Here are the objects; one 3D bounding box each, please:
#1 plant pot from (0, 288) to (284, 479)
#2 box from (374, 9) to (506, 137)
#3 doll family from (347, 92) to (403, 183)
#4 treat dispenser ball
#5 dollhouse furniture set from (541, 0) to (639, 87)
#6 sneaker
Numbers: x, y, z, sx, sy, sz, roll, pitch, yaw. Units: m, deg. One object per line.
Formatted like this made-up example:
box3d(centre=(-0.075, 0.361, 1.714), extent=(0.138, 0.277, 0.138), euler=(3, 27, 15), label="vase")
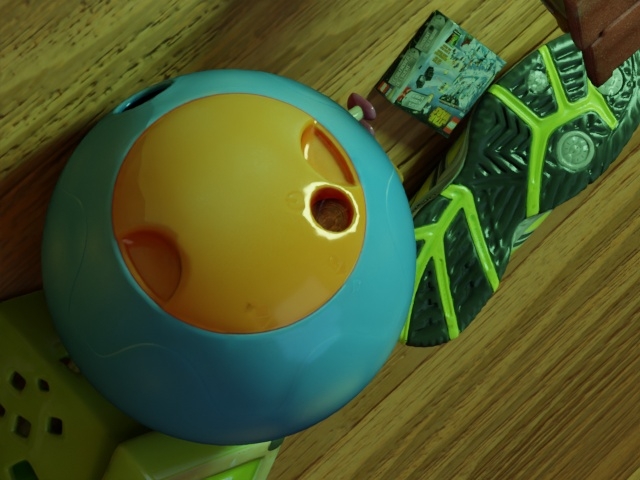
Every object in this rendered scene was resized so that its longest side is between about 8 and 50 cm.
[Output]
box3d(centre=(-0.170, 0.176, 1.699), extent=(0.227, 0.207, 0.228), euler=(-15, 138, -47), label="plant pot")
box3d(centre=(0.114, -0.154, 1.872), extent=(0.094, 0.027, 0.137), euler=(-52, 153, 7), label="box")
box3d(centre=(0.000, 0.000, 1.809), extent=(0.163, 0.118, 0.263), euler=(-35, 151, -24), label="doll family")
box3d(centre=(-0.069, 0.013, 1.534), extent=(0.288, 0.288, 0.288), euler=(-35, 151, -23), label="treat dispenser ball")
box3d(centre=(0.278, -0.318, 1.495), extent=(0.374, 0.201, 0.152), euler=(-38, 156, 1), label="dollhouse furniture set")
box3d(centre=(0.174, -0.068, 1.992), extent=(0.385, 0.145, 0.147), euler=(-47, -171, -2), label="sneaker")
